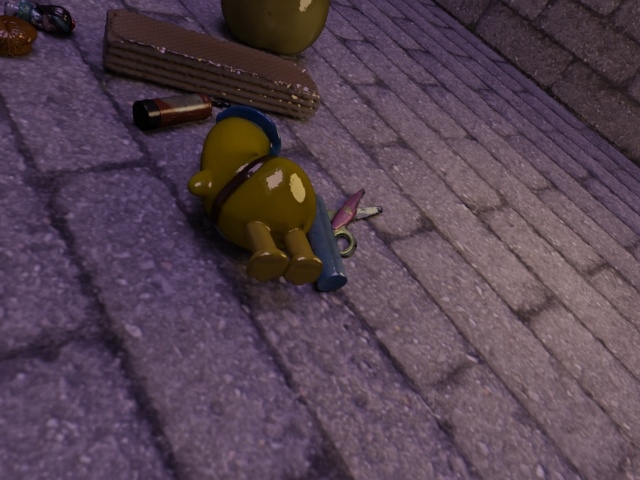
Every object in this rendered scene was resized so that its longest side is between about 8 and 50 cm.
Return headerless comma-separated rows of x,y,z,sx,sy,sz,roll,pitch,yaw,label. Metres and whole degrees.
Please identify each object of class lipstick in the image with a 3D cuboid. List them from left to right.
0.000,0.000,0.742,0.048,0.048,0.158,6,51,-29,lipstick

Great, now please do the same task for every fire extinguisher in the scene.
-0.237,-0.229,0.836,0.062,0.050,0.177,21,32,30,fire extinguisher

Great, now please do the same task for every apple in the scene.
-0.107,-0.588,1.166,0.262,0.262,0.262,18,41,-16,apple

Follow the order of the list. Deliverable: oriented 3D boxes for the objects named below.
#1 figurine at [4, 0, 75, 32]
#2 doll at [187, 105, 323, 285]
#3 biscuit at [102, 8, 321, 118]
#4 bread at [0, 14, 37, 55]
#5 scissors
-0.497,-0.399,0.853,0.105,0.047,0.060,6,9,-19,figurine
-0.104,-0.092,0.708,0.199,0.145,0.363,11,38,-37,doll
-0.204,-0.347,0.962,0.426,0.078,0.144,8,44,-28,biscuit
-0.506,-0.333,0.773,0.083,0.046,0.081,8,42,-25,bread
0.046,-0.046,0.855,0.133,0.020,0.187,46,43,12,scissors
